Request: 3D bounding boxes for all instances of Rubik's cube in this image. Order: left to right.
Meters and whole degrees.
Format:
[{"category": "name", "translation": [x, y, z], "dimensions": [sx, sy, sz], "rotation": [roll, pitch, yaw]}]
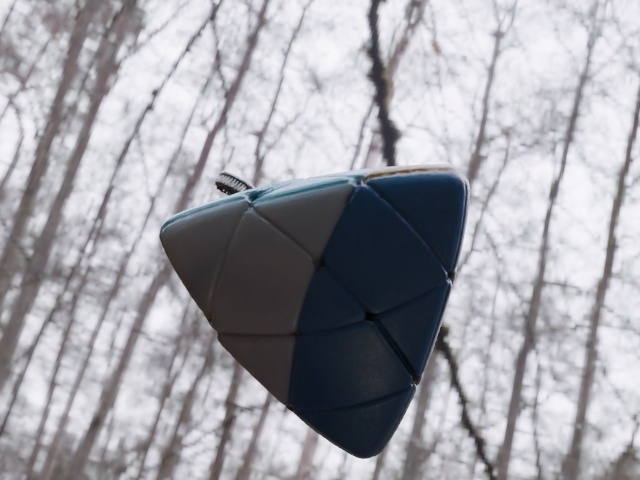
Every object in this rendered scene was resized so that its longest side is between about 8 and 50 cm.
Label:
[{"category": "Rubik's cube", "translation": [0.000, 0.000, 0.949], "dimensions": [0.254, 0.254, 0.254], "rotation": [12, -30, 7]}]

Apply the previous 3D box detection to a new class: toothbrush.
[{"category": "toothbrush", "translation": [-0.002, -0.011, 1.394], "dimensions": [0.276, 0.025, 0.019], "rotation": [28, -46, 9]}]
